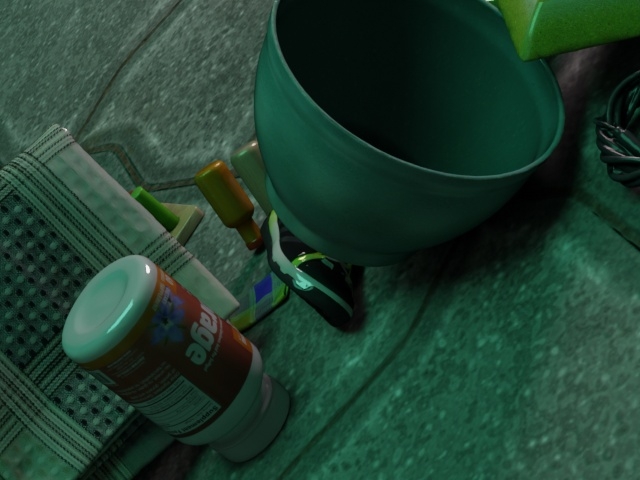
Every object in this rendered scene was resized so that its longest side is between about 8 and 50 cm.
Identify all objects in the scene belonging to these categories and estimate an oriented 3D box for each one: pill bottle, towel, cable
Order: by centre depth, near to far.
[{"bbox_3d":[0.312,-0.104,1.668,0.184,0.047,0.150,-4,56,51],"label":"cable"},{"bbox_3d":[-0.134,0.120,1.839,0.121,0.216,0.121,-35,31,25],"label":"pill bottle"},{"bbox_3d":[-0.258,0.091,1.894,0.312,0.324,0.056,-45,6,-27],"label":"towel"},{"bbox_3d":[-0.066,0.064,2.034,0.083,0.009,0.060,-35,29,25],"label":"towel"}]

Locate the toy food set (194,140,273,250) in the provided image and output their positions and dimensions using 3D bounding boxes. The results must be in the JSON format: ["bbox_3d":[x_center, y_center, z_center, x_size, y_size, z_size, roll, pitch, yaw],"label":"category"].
[{"bbox_3d":[-0.012,-0.093,2.100,0.232,0.104,0.111,-37,10,-15],"label":"toy food set"}]

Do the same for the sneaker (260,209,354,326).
[{"bbox_3d":[0.000,0.000,1.939,0.097,0.084,0.235,-44,28,8],"label":"sneaker"}]

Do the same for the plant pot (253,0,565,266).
[{"bbox_3d":[0.058,-0.100,1.814,0.293,0.293,0.196,-82,16,-47],"label":"plant pot"}]

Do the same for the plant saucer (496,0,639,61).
[{"bbox_3d":[0.263,-0.252,1.820,0.188,0.045,0.188,-12,34,1],"label":"plant saucer"}]

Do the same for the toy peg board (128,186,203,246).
[{"bbox_3d":[-0.246,0.005,2.299,0.160,0.079,0.161,7,60,58],"label":"toy peg board"}]

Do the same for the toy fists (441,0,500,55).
[{"bbox_3d":[0.138,-0.262,2.024,0.142,0.096,0.279,-37,33,-11],"label":"toy fists"}]
